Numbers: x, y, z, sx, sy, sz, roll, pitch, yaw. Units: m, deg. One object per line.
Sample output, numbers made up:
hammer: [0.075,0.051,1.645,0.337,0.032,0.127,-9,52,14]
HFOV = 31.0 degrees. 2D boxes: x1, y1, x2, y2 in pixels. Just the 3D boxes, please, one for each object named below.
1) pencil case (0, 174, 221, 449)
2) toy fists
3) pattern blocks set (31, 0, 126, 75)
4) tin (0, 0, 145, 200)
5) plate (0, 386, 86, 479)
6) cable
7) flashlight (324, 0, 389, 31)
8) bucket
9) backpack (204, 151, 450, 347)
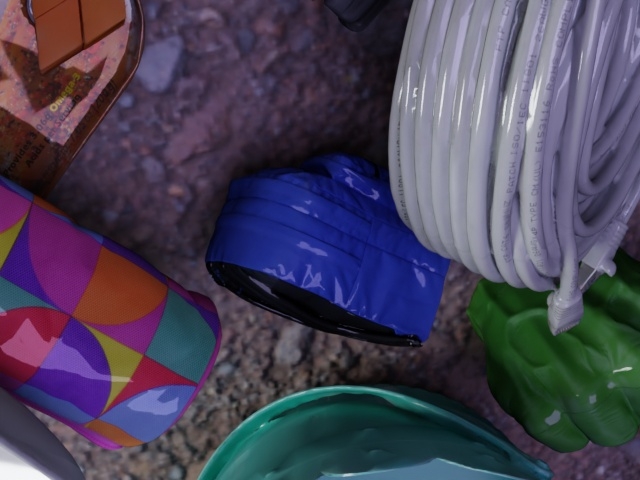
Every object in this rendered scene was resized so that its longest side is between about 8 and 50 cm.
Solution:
pencil case: [-0.167,0.021,0.575,0.236,0.104,0.104,31,102,-22]
toy fists: [0.231,0.034,0.698,0.279,0.142,0.096,-26,116,-2]
pattern blocks set: [-0.213,-0.166,0.488,0.285,0.026,0.324,17,84,-13]
tin: [-0.171,-0.080,0.603,0.106,0.040,0.189,33,102,-28]
plate: [-0.271,0.038,0.511,0.278,0.045,0.277,0,146,27]
cable: [0.124,-0.102,0.572,0.257,0.089,0.257,-64,155,-11]
flashlight: [0.076,-0.250,0.567,0.103,0.103,0.304,39,95,9]
bucket: [0.037,0.222,0.673,0.281,0.183,0.281,-1,100,-3]
backpack: [0.000,0.000,0.652,0.120,0.098,0.101,19,77,-21]
